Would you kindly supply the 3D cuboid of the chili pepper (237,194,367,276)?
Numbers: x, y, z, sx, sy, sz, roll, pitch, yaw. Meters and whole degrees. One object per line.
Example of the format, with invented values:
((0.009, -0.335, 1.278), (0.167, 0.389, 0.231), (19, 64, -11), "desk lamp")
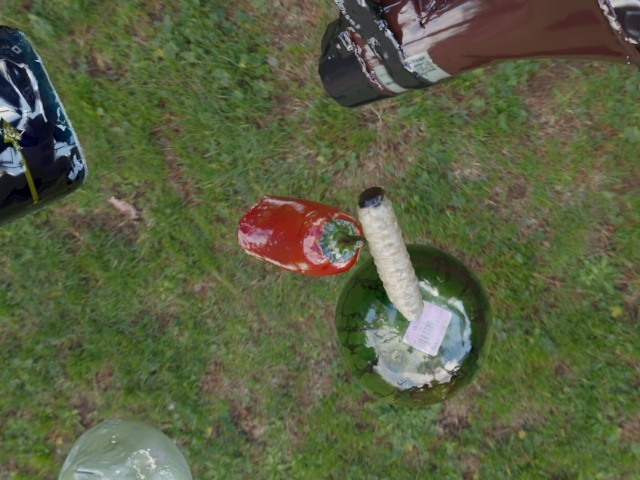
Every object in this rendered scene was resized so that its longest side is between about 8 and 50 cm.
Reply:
((0.004, -0.001, 1.239), (0.338, 0.134, 0.131), (8, 135, 44), "chili pepper")

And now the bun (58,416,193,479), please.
((-0.370, 0.468, 1.232), (0.283, 0.179, 0.284), (5, 101, 25), "bun")

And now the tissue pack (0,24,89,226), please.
((-0.552, -0.084, 0.843), (0.264, 0.416, 0.253), (-7, 111, 43), "tissue pack")

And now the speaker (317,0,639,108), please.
((0.109, -0.208, 0.607), (0.329, 0.259, 0.198), (-10, 89, 37), "speaker")

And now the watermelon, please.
((0.191, 0.175, 1.434), (0.363, 0.363, 0.364), (1, 100, 5), "watermelon")

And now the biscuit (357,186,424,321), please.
((0.106, 0.023, 1.035), (0.055, 0.061, 0.219), (-17, 117, 12), "biscuit")
